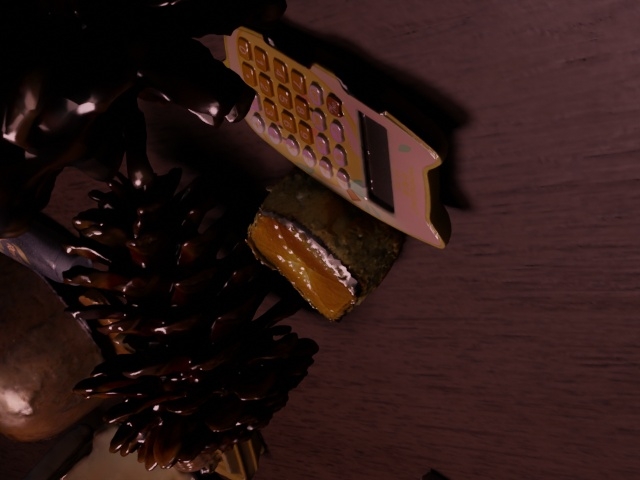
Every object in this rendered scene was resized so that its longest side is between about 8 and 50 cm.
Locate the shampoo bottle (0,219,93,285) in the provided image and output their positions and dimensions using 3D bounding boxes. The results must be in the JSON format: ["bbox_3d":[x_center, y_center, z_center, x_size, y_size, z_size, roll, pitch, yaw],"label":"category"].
[{"bbox_3d":[-0.379,-0.005,1.821,0.234,0.049,0.087,25,153,32],"label":"shampoo bottle"}]

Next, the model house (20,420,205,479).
[{"bbox_3d":[-0.302,0.519,2.229,0.445,0.395,0.400,42,167,-10],"label":"model house"}]

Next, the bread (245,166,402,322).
[{"bbox_3d":[0.000,0.000,1.259,0.128,0.069,0.140,41,159,4],"label":"bread"}]

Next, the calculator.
[{"bbox_3d":[0.011,-0.092,1.142,0.236,0.033,0.157,32,155,25],"label":"calculator"}]

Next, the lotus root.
[{"bbox_3d":[-0.399,0.155,1.927,0.272,0.192,0.272,39,165,13],"label":"lotus root"}]

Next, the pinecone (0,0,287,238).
[{"bbox_3d":[-0.196,-0.185,0.905,0.398,0.398,0.398,33,154,18],"label":"pinecone"}]

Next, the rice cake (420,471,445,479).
[{"bbox_3d":[0.188,0.314,1.537,0.206,0.036,0.047,31,149,23],"label":"rice cake"}]

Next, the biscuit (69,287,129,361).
[{"bbox_3d":[-0.266,0.138,1.908,0.162,0.035,0.250,38,155,25],"label":"biscuit"}]

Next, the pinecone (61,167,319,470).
[{"bbox_3d":[-0.140,0.064,1.377,0.246,0.246,0.292,-2,113,56],"label":"pinecone"}]

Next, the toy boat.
[{"bbox_3d":[-0.164,0.210,1.782,0.089,0.115,0.310,23,150,36],"label":"toy boat"}]
